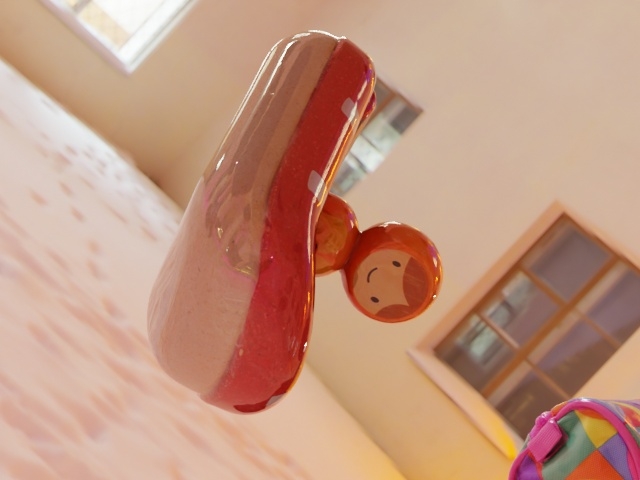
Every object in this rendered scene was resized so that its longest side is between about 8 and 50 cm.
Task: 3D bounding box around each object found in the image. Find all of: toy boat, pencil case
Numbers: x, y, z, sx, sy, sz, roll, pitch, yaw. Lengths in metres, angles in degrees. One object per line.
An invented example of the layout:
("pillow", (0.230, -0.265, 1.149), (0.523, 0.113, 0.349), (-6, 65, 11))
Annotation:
("toy boat", (0.000, 0.000, 0.642), (0.151, 0.231, 0.151), (26, -40, -5))
("pencil case", (0.221, 0.151, 0.732), (0.236, 0.104, 0.104), (10, 27, -49))
